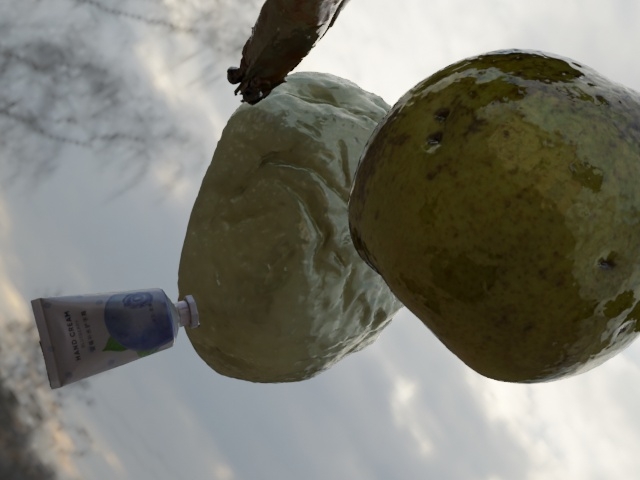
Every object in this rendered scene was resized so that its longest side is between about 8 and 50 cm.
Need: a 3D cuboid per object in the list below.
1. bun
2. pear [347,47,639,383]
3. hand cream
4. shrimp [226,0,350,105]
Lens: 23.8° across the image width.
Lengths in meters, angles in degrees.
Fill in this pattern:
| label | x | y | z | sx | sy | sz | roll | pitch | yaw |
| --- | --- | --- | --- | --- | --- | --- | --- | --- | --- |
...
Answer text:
| label | x | y | z | sx | sy | sz | roll | pitch | yaw |
| --- | --- | --- | --- | --- | --- | --- | --- | --- | --- |
| bun | 0.000 | 0.000 | 1.675 | 0.227 | 0.352 | 0.349 | 18 | -56 | 16 |
| pear | 0.123 | -0.021 | 0.887 | 0.197 | 0.197 | 0.197 | 49 | -18 | 22 |
| hand cream | -0.177 | 0.077 | 1.344 | 0.053 | 0.142 | 0.084 | 123 | -46 | -64 |
| shrimp | -0.010 | -0.218 | 1.455 | 0.062 | 0.154 | 0.294 | 52 | -43 | 4 |
